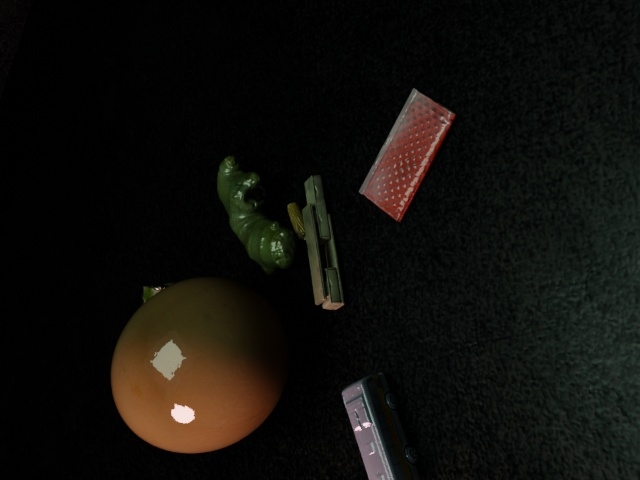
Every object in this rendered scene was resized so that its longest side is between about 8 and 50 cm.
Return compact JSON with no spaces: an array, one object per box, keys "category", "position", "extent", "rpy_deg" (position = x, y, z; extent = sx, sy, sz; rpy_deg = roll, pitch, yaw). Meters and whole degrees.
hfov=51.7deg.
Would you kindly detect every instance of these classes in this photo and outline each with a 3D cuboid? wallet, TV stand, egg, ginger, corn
[{"category":"wallet","position":[0.140,-0.139,1.075],"extent":[0.103,0.020,0.196],"rpy_deg":[43,115,41]},{"category":"TV stand","position":[0.000,0.000,1.185],"extent":[0.036,0.042,0.249],"rpy_deg":[138,128,-58]},{"category":"egg","position":[-0.218,0.226,1.192],"extent":[0.374,0.301,0.301],"rpy_deg":[-42,56,48]},{"category":"ginger","position":[-0.131,-0.052,1.286],"extent":[0.137,0.089,0.290],"rpy_deg":[-50,52,36]},{"category":"corn","position":[-0.042,-0.034,1.240],"extent":[0.027,0.028,0.083],"rpy_deg":[-51,51,43]}]

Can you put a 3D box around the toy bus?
[{"category":"toy bus","position":[0.092,0.304,1.023],"extent":[0.064,0.075,0.190],"rpy_deg":[-39,59,36]}]

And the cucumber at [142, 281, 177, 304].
[{"category":"cucumber","position":[-0.321,0.208,1.432],"extent":[0.134,0.134,0.244],"rpy_deg":[1,92,46]}]
